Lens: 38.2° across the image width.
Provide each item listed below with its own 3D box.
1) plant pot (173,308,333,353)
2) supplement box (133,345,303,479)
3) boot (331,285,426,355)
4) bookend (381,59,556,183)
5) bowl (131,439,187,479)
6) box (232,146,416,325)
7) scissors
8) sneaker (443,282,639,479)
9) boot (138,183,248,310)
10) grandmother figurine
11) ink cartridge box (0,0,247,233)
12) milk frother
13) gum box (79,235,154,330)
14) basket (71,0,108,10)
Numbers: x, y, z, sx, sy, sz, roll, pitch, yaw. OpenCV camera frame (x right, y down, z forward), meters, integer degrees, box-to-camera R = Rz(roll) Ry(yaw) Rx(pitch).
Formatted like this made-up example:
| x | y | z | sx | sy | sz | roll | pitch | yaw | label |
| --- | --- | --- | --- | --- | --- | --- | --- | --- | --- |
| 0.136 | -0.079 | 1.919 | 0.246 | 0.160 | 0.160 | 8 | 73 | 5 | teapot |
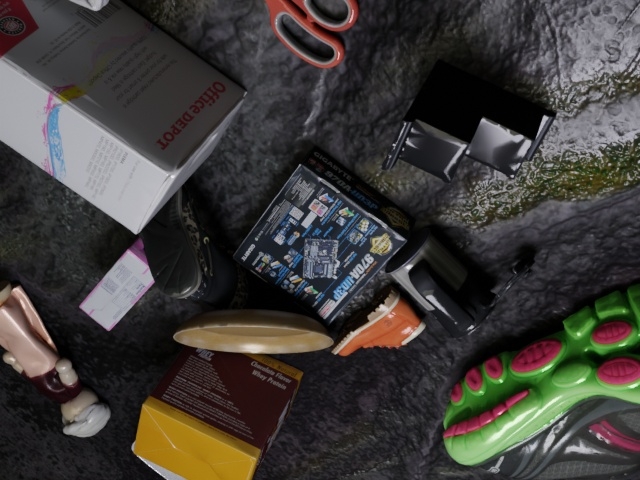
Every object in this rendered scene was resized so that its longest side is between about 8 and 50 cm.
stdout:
| x | y | z | sx | sy | sz | roll | pitch | yaw | label |
| --- | --- | --- | --- | --- | --- | --- | --- | --- | --- |
| -0.098 | 0.134 | 1.368 | 0.236 | 0.032 | 0.236 | 1 | 164 | 0 | plant pot |
| -0.160 | 0.273 | 1.468 | 0.191 | 0.194 | 0.129 | 24 | 131 | 6 | supplement box |
| 0.082 | 0.138 | 1.351 | 0.084 | 0.059 | 0.158 | 39 | 130 | -13 | boot |
| 0.172 | -0.114 | 1.052 | 0.157 | 0.156 | 0.072 | 25 | 131 | 4 | bookend |
| -0.260 | 0.380 | 1.689 | 0.142 | 0.053 | 0.142 | 40 | 130 | -8 | bowl |
| 0.000 | 0.000 | 1.286 | 0.175 | 0.051 | 0.220 | 36 | 131 | -4 | box |
| -0.083 | -0.320 | 1.103 | 0.297 | 0.021 | 0.109 | 34 | 131 | -3 | scissors |
| 0.387 | 0.200 | 1.207 | 0.202 | 0.185 | 0.483 | 36 | 137 | -28 | sneaker |
| -0.189 | -0.006 | 1.329 | 0.085 | 0.236 | 0.178 | -25 | 154 | 14 | boot |
| -0.493 | 0.222 | 1.655 | 0.208 | 0.104 | 0.342 | 10 | 137 | 53 | grandmother figurine |
| -0.282 | -0.186 | 1.160 | 0.306 | 0.226 | 0.131 | 37 | 131 | -4 | ink cartridge box |
| 0.186 | 0.038 | 1.214 | 0.135 | 0.129 | 0.143 | 44 | 87 | -11 | milk frother |
| -0.281 | 0.045 | 1.410 | 0.062 | 0.107 | 0.188 | 41 | 131 | -9 | gum box |
| -0.307 | -0.372 | 1.113 | 0.167 | 0.103 | 0.113 | 26 | 131 | 6 | basket |
